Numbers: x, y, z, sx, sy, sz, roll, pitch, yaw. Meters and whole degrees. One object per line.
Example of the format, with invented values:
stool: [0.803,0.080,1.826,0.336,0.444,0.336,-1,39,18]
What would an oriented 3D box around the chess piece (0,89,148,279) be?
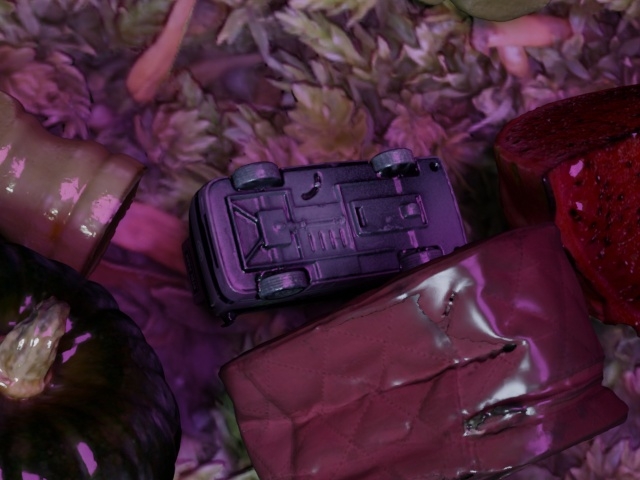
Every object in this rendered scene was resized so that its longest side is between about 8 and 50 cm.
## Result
chess piece: [-0.211,-0.054,0.695,0.200,0.090,0.090,29,63,-5]

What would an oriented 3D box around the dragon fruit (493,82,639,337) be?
dragon fruit: [0.230,-0.042,0.851,0.262,0.163,0.189,-21,48,-25]

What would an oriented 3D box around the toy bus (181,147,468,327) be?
toy bus: [0.000,0.000,0.757,0.178,0.098,0.086,-7,76,-29]

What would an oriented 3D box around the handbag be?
handbag: [0.057,0.087,0.678,0.146,0.225,0.135,-10,77,-55]

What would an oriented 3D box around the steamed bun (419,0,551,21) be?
steamed bun: [0.129,-0.267,0.901,0.192,0.106,0.177,31,64,-13]

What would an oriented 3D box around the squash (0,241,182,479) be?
squash: [-0.178,0.097,0.596,0.218,0.172,0.218,9,70,-24]
